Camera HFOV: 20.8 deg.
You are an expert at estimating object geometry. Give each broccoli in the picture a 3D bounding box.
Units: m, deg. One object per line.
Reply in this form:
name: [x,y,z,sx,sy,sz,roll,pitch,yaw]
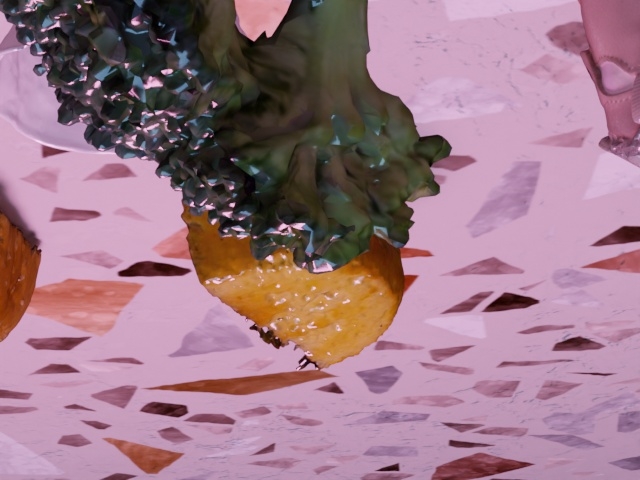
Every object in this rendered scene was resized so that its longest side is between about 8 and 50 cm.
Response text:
broccoli: [-0.028,-0.239,0.828,0.275,0.397,0.353,28,165,48]

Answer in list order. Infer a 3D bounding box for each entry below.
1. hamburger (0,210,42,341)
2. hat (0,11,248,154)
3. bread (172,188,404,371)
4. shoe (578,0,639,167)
hamburger: [-0.327,0.034,1.573,0.124,0.131,0.262,-5,162,5]
hat: [-0.124,-0.147,1.156,0.203,0.126,0.203,-3,157,-1]
bread: [-0.002,-0.004,1.491,0.147,0.160,0.260,-19,148,20]
shoe: [0.291,-0.108,1.213,0.351,0.198,0.172,20,150,-41]
